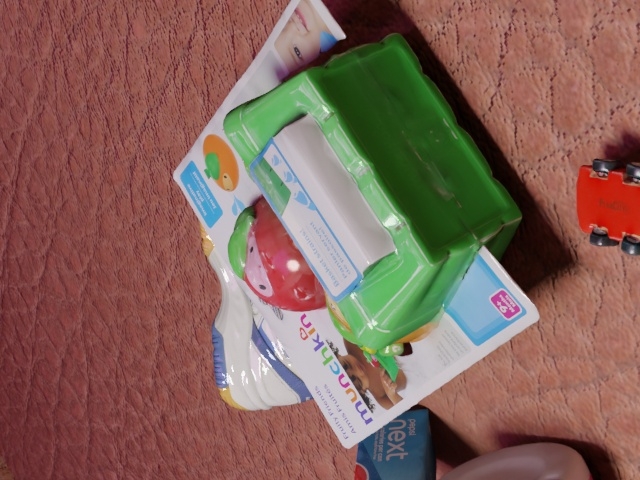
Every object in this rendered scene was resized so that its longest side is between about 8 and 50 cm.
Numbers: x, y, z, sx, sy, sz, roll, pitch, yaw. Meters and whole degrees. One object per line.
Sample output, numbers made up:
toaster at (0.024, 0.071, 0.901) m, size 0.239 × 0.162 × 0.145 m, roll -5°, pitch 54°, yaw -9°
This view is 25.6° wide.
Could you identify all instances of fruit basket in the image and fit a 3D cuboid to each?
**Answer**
fruit basket at (0.000, 0.000, 1.222) m, size 0.327 × 0.165 × 0.353 m, roll 58°, pitch 141°, yaw 8°

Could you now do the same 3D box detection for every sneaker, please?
sneaker at (-0.046, 0.022, 1.437) m, size 0.112 × 0.131 × 0.296 m, roll -32°, pitch -64°, yaw -76°

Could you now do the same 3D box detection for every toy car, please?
toy car at (0.256, 0.008, 0.892) m, size 0.239 × 0.053 × 0.225 m, roll 125°, pitch 137°, yaw -60°

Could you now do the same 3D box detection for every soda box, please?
soda box at (0.069, 0.250, 1.331) m, size 0.210 × 0.071 × 0.067 m, roll -79°, pitch -19°, yaw -59°

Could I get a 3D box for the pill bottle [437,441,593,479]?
pill bottle at (0.200, 0.334, 1.222) m, size 0.160 × 0.160 × 0.283 m, roll -5°, pitch 111°, yaw 60°
